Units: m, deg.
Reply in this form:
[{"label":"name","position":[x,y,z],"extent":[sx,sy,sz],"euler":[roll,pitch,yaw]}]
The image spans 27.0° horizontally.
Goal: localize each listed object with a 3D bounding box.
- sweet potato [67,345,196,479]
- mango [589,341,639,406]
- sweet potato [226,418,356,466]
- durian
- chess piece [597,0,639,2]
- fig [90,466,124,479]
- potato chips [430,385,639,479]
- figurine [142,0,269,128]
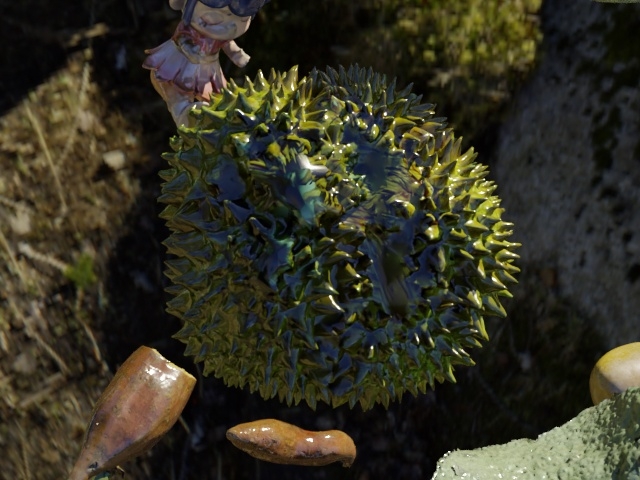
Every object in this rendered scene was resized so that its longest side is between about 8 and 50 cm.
[{"label":"sweet potato","position":[-0.123,0.114,0.823],"extent":[0.049,0.049,0.117],"euler":[28,56,16]},{"label":"mango","position":[0.562,0.257,1.948],"extent":[0.384,0.199,0.221],"euler":[17,42,-13]},{"label":"sweet potato","position":[-0.035,0.248,1.629],"extent":[0.202,0.055,0.058],"euler":[13,23,-34]},{"label":"durian","position":[-0.002,0.000,1.010],"extent":[0.291,0.224,0.291],"euler":[-3,99,-20]},{"label":"chess piece","position":[0.238,-0.325,1.017],"extent":[0.144,0.251,0.144],"euler":[-6,43,6]},{"label":"fig","position":[-0.222,0.334,1.242],"extent":[0.151,0.151,0.259],"euler":[-5,77,-1]},{"label":"potato chips","position":[0.156,0.171,0.969],"extent":[0.228,0.059,0.167],"euler":[-21,24,-16]},{"label":"figurine","position":[-0.100,-0.201,1.163],"extent":[0.111,0.195,0.102],"euler":[-7,44,-48]}]
